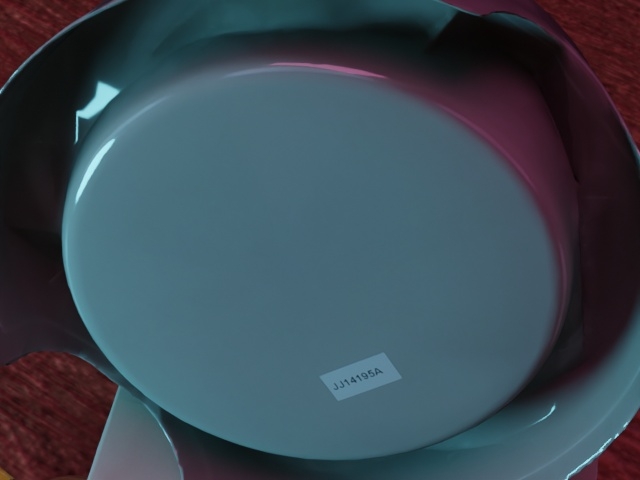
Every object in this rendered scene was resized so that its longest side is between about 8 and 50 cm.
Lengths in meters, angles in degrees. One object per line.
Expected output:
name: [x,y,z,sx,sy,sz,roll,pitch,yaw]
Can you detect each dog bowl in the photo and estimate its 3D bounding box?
dog bowl: [0.000,0.000,0.679,0.348,0.349,0.102,6,39,4]

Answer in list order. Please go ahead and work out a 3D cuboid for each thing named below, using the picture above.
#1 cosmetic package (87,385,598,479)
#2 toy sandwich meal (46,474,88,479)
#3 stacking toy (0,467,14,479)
cosmetic package: [0.017,0.165,0.845,0.296,0.153,0.129,10,53,6]
toy sandwich meal: [-0.172,0.197,0.898,0.085,0.029,0.086,-7,45,7]
stacking toy: [-0.327,0.182,0.844,0.167,0.052,0.221,34,46,6]
